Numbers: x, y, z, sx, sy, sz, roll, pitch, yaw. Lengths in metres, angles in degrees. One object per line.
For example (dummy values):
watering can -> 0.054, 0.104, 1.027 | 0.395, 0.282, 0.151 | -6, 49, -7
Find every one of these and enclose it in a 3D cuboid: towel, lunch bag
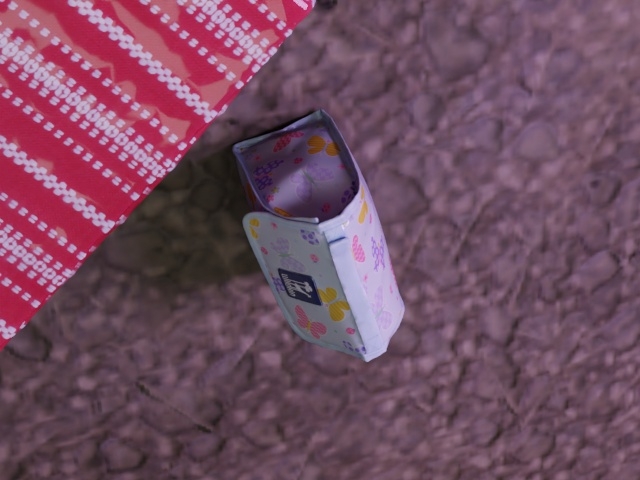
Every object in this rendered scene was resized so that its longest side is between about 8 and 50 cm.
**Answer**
towel -> -0.161, -0.048, 0.617 | 0.275, 0.031, 0.199 | -46, 121, 10
lunch bag -> 0.000, 0.000, 0.666 | 0.053, 0.083, 0.071 | -23, 126, -3
